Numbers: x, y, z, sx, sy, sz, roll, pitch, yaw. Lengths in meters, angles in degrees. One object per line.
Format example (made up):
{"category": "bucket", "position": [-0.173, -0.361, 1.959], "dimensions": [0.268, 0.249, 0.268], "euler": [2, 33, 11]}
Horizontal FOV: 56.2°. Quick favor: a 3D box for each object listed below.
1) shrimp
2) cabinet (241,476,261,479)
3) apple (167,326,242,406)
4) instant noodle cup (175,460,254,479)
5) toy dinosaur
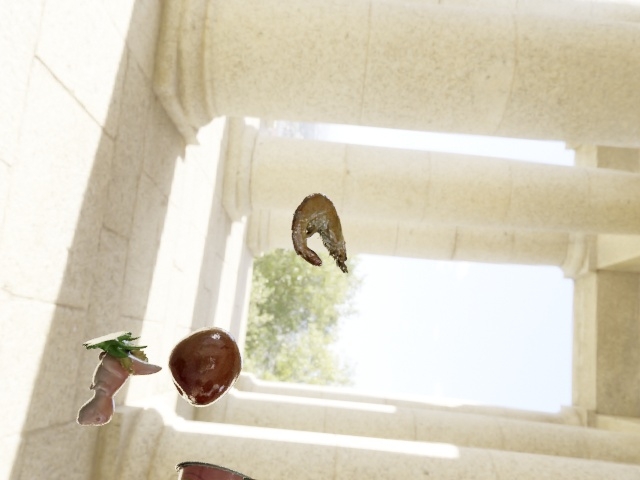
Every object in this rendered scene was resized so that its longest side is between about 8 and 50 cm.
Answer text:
{"category": "shrimp", "position": [0.003, 0.001, 1.305], "dimensions": [0.133, 0.053, 0.236], "euler": [-52, 137, -28]}
{"category": "cabinet", "position": [-0.085, 0.599, 1.172], "dimensions": [0.206, 0.150, 0.145], "euler": [59, 44, -24]}
{"category": "apple", "position": [-0.278, 0.303, 1.443], "dimensions": [0.181, 0.168, 0.181], "euler": [39, -35, 35]}
{"category": "instant noodle cup", "position": [-0.267, 0.678, 1.387], "dimensions": [0.244, 0.243, 0.255], "euler": [95, 8, -52]}
{"category": "toy dinosaur", "position": [-0.437, 0.294, 1.288], "dimensions": [0.152, 0.194, 0.177], "euler": [-9, -83, 54]}
